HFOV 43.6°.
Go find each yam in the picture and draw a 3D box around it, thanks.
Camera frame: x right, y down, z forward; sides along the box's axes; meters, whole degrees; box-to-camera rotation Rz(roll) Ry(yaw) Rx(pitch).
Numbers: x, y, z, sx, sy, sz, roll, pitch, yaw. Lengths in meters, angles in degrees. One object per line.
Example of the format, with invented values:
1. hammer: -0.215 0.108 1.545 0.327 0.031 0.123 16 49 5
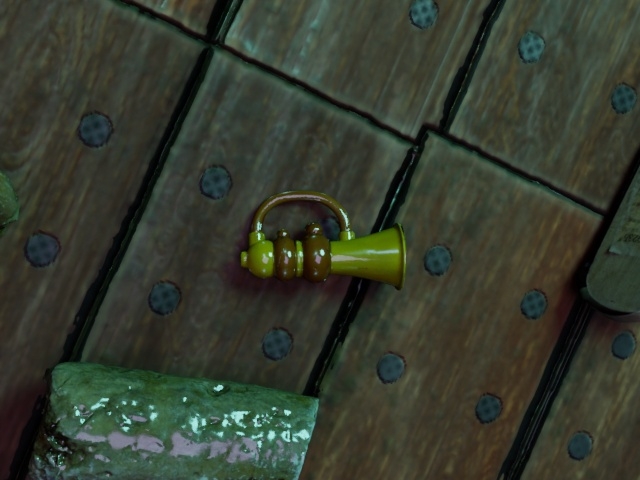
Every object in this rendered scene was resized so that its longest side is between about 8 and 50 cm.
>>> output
1. yam: -0.087 0.123 0.502 0.179 0.078 0.078 11 92 -15

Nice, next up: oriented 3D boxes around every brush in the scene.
1. brush: 0.293 -0.083 0.582 0.065 0.070 0.328 29 86 -32

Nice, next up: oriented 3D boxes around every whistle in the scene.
1. whistle: 0.002 0.001 0.530 0.109 0.046 0.057 5 108 -8

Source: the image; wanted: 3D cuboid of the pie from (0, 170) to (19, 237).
1. pie: -0.324 -0.070 0.418 0.257 0.105 0.275 -21 99 -1
